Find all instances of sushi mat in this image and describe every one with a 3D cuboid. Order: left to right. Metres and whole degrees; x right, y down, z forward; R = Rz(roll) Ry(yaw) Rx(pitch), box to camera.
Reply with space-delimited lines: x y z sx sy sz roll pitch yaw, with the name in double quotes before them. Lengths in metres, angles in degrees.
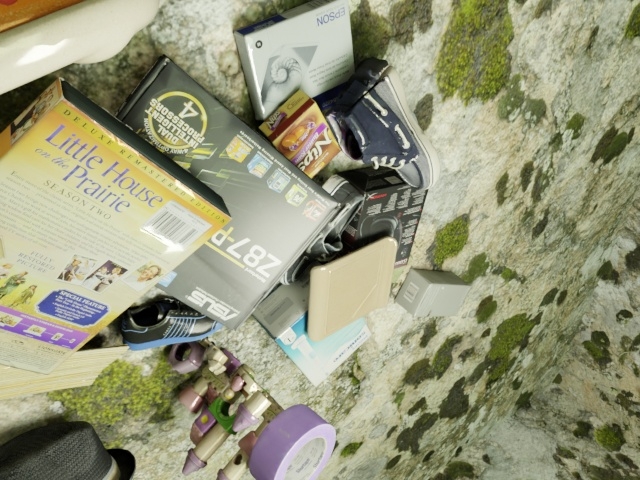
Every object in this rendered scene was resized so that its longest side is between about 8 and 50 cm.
"sushi mat" -0.515 0.245 0.947 0.151 0.019 0.316 -43 156 21

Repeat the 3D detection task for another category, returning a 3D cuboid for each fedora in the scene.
"fedora" -0.549 0.465 1.035 0.334 0.334 0.153 -21 103 -28

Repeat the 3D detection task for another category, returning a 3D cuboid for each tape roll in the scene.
"tape roll" -0.058 0.459 1.140 0.189 0.080 0.189 -30 134 -37

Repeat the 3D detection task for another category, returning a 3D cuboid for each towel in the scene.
"towel" 0.202 0.069 1.515 0.148 0.027 0.110 23 105 -48

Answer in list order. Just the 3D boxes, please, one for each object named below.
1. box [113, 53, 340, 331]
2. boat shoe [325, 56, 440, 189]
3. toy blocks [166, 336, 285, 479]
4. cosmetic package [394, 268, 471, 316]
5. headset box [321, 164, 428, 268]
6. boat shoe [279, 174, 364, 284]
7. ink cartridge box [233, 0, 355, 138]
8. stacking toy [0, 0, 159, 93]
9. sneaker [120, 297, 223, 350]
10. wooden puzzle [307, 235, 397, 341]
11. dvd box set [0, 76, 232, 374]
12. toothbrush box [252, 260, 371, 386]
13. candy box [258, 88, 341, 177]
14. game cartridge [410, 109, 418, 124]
"box" -0.207 -0.064 0.911 0.395 0.097 0.318 39 96 -30
"boat shoe" 0.128 -0.192 1.087 0.158 0.127 0.340 -51 129 -17
"toy blocks" -0.241 0.416 1.199 0.260 0.288 0.309 -46 143 -11
"cosmetic package" 0.363 0.169 1.680 0.238 0.107 0.127 6 114 -40
"headset box" 0.133 -0.032 1.309 0.218 0.110 0.293 -15 130 -33
"boat shoe" 0.000 0.000 1.192 0.301 0.102 0.108 -58 161 23
"ink cartridge box" -0.034 -0.317 0.987 0.223 0.045 0.224 -31 137 -19
"stacking toy" -0.408 -0.368 0.481 0.350 0.350 0.480 -33 120 -17
"sneaker" -0.300 0.162 1.106 0.232 0.081 0.090 -14 136 -32
"wooden puzzle" 0.070 0.111 1.240 0.238 0.044 0.221 -20 130 -31
"dvd box set" -0.377 0.016 0.738 0.420 0.062 0.307 -39 141 10
"toothbrush box" -0.014 0.217 1.365 0.216 0.126 0.295 -42 139 -10
"candy box" -0.034 -0.199 1.037 0.109 0.053 0.187 -43 156 1
"game cartridge" 0.206 -0.276 1.255 0.056 0.017 0.083 -40 139 -4
